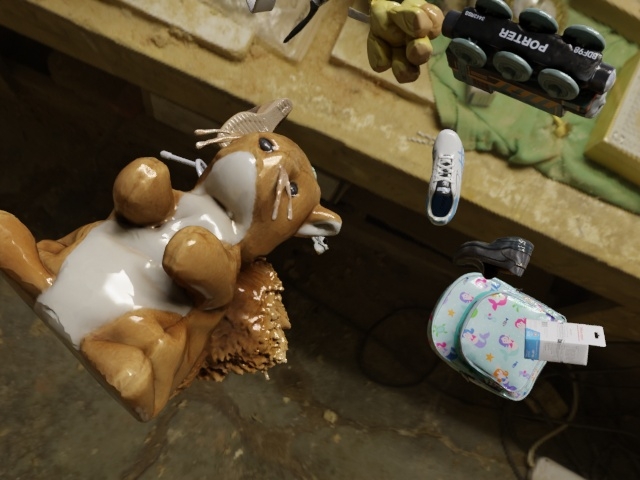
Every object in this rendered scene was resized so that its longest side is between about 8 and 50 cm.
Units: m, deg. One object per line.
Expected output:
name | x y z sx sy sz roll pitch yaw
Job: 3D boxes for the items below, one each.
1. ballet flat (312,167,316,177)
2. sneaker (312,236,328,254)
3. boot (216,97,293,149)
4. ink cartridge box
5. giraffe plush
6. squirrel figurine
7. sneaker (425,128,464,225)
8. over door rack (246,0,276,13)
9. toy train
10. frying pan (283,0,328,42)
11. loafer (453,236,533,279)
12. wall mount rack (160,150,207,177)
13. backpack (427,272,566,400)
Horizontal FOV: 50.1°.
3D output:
ballet flat | -0.070 -0.062 1.223 0.070 0.070 0.188 36 83 2
sneaker | 0.000 0.000 1.756 0.036 0.032 0.083 -27 47 9
boot | -0.193 -0.255 1.661 0.248 0.206 0.090 -39 103 -37
ink cartridge box | 0.273 0.114 0.770 0.083 0.048 0.028 4 112 17
giraffe plush | 0.189 -0.459 1.471 0.170 0.181 0.210 -28 67 -37
squirrel figurine | -0.159 0.035 0.895 0.281 0.397 0.370 37 66 23
sneaker | 0.307 -0.153 1.679 0.085 0.086 0.237 5 97 5
over door rack | 0.002 -0.392 0.620 0.239 0.108 0.325 -19 86 -26
toy train | 0.382 -0.333 1.279 0.333 0.190 0.142 28 84 24
frying pan | 0.034 -0.617 1.681 0.053 0.326 0.197 51 55 -13
loafer | 0.283 0.036 1.165 0.062 0.170 0.061 23 72 -22
wall mount rack | -0.303 -0.097 1.827 0.130 0.350 0.304 -24 49 4
backpack | 0.355 0.192 1.436 0.253 0.191 0.225 31 86 12
